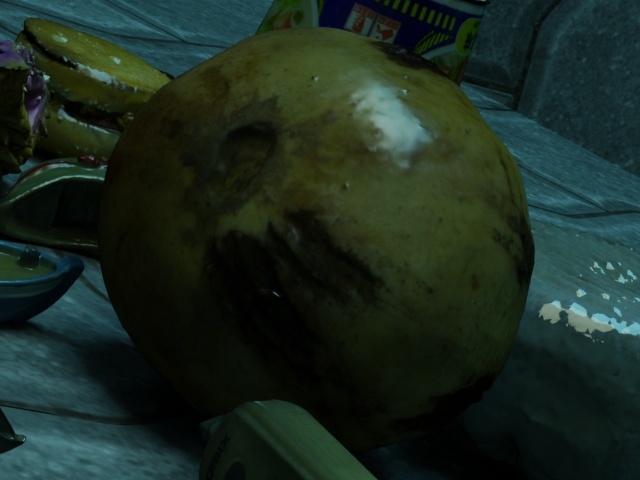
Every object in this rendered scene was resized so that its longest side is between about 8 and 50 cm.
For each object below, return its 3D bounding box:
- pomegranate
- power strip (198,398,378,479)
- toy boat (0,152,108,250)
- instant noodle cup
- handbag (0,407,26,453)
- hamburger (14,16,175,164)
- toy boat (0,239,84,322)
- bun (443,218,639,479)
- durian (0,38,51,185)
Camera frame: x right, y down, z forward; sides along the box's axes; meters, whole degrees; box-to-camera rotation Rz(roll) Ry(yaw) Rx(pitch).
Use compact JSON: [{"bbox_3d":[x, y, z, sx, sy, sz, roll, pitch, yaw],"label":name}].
[{"bbox_3d":[0.000,0.000,1.397,0.322,0.322,0.322,23,13,-6],"label":"pomegranate"},{"bbox_3d":[0.025,0.197,1.119,0.066,0.092,0.387,8,19,-36],"label":"power strip"},{"bbox_3d":[-0.202,-0.028,1.638,0.185,0.089,0.071,7,33,-22],"label":"toy boat"},{"bbox_3d":[0.024,-0.143,1.974,0.284,0.312,0.284,23,14,-6],"label":"instant noodle cup"},{"bbox_3d":[-0.269,0.102,0.958,0.270,0.117,0.182,20,22,-20],"label":"handbag"},{"bbox_3d":[-0.226,-0.137,1.945,0.191,0.118,0.182,15,19,-22],"label":"hamburger"},{"bbox_3d":[-0.272,-0.006,1.389,0.215,0.102,0.088,19,16,-23],"label":"toy boat"},{"bbox_3d":[0.228,0.110,1.596,0.354,0.194,0.354,20,15,-6],"label":"bun"},{"bbox_3d":[-0.310,-0.086,1.609,0.191,0.112,0.341,-20,3,-5],"label":"durian"}]
